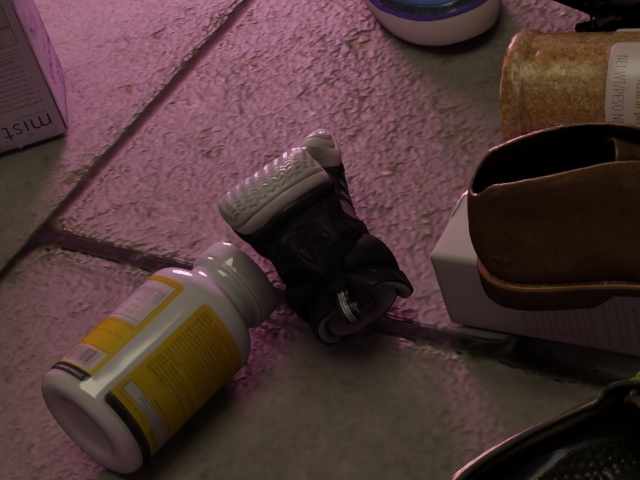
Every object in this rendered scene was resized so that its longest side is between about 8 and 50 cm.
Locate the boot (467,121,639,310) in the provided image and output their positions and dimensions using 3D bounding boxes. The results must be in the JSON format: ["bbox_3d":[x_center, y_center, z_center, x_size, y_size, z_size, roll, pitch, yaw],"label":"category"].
[{"bbox_3d":[0.250,-0.027,1.117,0.305,0.115,0.112,-8,42,13],"label":"boot"}]

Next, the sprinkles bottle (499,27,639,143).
[{"bbox_3d":[0.328,-0.112,1.304,0.355,0.121,0.121,2,45,24],"label":"sprinkles bottle"}]

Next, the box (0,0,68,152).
[{"bbox_3d":[-0.407,-0.185,1.583,0.262,0.231,0.127,-18,41,2],"label":"box"}]

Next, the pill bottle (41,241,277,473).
[{"bbox_3d":[-0.121,0.086,1.268,0.103,0.103,0.184,23,56,39],"label":"pill bottle"}]

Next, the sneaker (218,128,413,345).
[{"bbox_3d":[0.000,0.000,1.325,0.101,0.153,0.268,-34,4,9],"label":"sneaker"}]

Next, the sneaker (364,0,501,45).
[{"bbox_3d":[0.070,-0.359,1.588,0.130,0.236,0.323,-20,40,-1],"label":"sneaker"}]

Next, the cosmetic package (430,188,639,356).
[{"bbox_3d":[0.214,0.016,1.234,0.231,0.085,0.117,9,49,31],"label":"cosmetic package"}]

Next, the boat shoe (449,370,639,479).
[{"bbox_3d":[0.217,0.143,1.083,0.305,0.091,0.109,-26,41,-8],"label":"boat shoe"}]

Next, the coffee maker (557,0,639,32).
[{"bbox_3d":[0.244,-0.258,1.436,0.171,0.178,0.120,46,112,29],"label":"coffee maker"}]
